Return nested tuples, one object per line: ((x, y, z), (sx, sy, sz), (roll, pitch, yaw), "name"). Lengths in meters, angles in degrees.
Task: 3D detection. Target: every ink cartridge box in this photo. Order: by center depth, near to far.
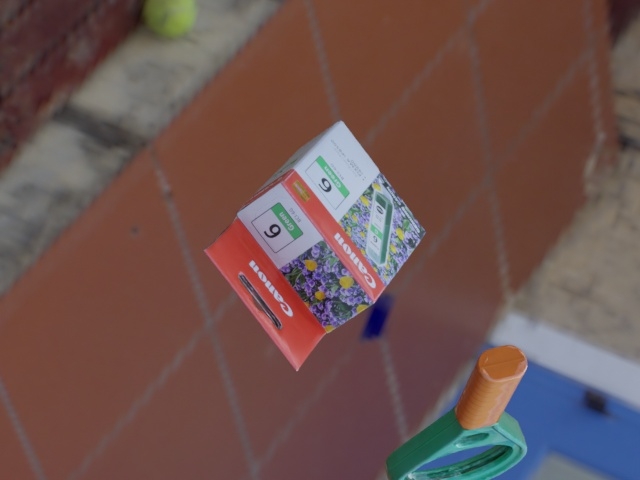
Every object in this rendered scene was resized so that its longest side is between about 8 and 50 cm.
((0.000, 0.000, 0.807), (0.029, 0.063, 0.115), (-34, -173, 28), "ink cartridge box")

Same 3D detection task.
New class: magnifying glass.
((0.094, 0.116, 1.236), (0.092, 0.026, 0.231), (-12, 157, -11), "magnifying glass")
